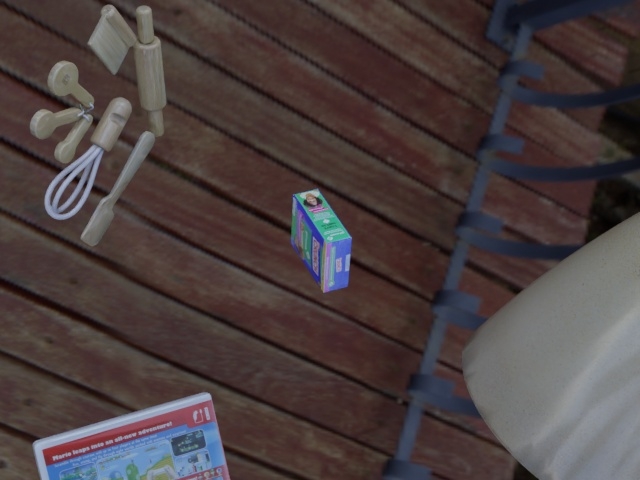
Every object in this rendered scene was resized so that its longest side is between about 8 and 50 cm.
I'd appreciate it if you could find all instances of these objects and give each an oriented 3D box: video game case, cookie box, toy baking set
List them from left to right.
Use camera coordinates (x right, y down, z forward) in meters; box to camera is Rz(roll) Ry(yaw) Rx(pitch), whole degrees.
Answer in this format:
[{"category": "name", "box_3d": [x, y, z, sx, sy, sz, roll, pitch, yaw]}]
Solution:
[{"category": "toy baking set", "box_3d": [-0.232, -0.125, 1.294, 0.197, 0.030, 0.256, -46, 148, -35]}, {"category": "video game case", "box_3d": [-0.188, 0.333, 1.357, 0.204, 0.025, 0.285, -14, 95, -20]}, {"category": "cookie box", "box_3d": [0.000, 0.000, 1.620, 0.040, 0.107, 0.092, -16, 136, -20]}]

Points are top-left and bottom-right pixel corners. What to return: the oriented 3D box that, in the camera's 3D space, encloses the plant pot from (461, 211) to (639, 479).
[{"category": "plant pot", "box_3d": [0.322, 0.088, 1.196, 0.256, 0.274, 0.256, 26, 31, -17]}]
